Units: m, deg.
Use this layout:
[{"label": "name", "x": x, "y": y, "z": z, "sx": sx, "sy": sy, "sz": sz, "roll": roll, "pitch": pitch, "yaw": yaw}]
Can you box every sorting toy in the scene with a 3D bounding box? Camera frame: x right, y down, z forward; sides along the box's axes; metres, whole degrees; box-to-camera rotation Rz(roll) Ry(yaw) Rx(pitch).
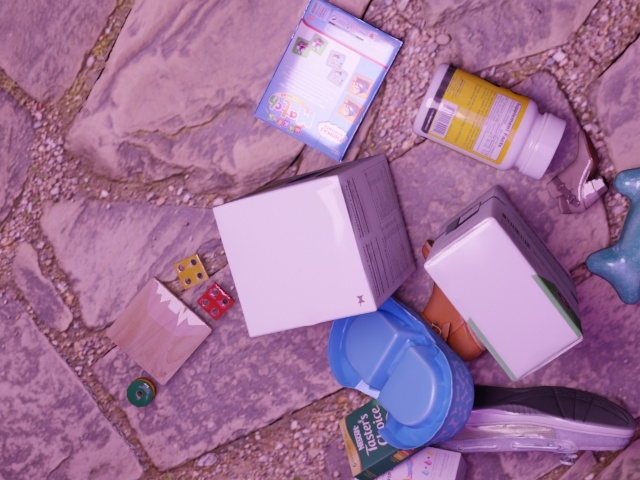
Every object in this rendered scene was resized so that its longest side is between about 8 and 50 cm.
[{"label": "sorting toy", "x": -0.259, "y": 0.141, "z": 1.798, "sx": 0.132, "sy": 0.046, "sz": 0.274, "roll": 41, "pitch": 104, "yaw": 1}]

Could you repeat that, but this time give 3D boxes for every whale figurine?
[{"label": "whale figurine", "x": 0.520, "y": -0.022, "z": 1.595, "sx": 0.216, "sy": 0.141, "sz": 0.272, "roll": 44, "pitch": 105, "yaw": 0}]

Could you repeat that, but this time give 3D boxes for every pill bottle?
[{"label": "pill bottle", "x": 0.254, "y": -0.176, "z": 1.623, "sx": 0.208, "sy": 0.119, "sz": 0.119, "roll": 24, "pitch": 103, "yaw": 4}]

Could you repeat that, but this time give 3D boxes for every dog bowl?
[{"label": "dog bowl", "x": 0.124, "y": 0.196, "z": 1.647, "sx": 0.074, "sy": 0.297, "sz": 0.166, "roll": 17, "pitch": 110, "yaw": -39}]

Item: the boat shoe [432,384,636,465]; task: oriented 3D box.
[{"label": "boat shoe", "x": 0.330, "y": 0.297, "z": 1.699, "sx": 0.320, "sy": 0.118, "sz": 0.103, "roll": 1, "pitch": 108, "yaw": 14}]

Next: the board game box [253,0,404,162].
[{"label": "board game box", "x": 0.012, "y": -0.253, "z": 1.690, "sx": 0.160, "sy": 0.039, "sz": 0.212, "roll": 29, "pitch": 102, "yaw": 4}]

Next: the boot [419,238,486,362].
[{"label": "boot", "x": 0.184, "y": 0.111, "z": 1.712, "sx": 0.152, "sy": 0.073, "sz": 0.197, "roll": -39, "pitch": 81, "yaw": 24}]

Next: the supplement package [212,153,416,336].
[{"label": "supplement package", "x": 0.000, "y": 0.000, "z": 1.609, "sx": 0.199, "sy": 0.262, "sz": 0.198, "roll": -13, "pitch": 97, "yaw": 20}]

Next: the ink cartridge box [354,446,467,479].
[{"label": "ink cartridge box", "x": 0.133, "y": 0.380, "z": 1.725, "sx": 0.181, "sy": 0.061, "sz": 0.104, "roll": 7, "pitch": 64, "yaw": 24}]

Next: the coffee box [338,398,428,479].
[{"label": "coffee box", "x": 0.119, "y": 0.291, "z": 1.699, "sx": 0.184, "sy": 0.113, "sz": 0.040, "roll": -35, "pitch": 134, "yaw": 20}]

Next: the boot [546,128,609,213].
[{"label": "boot", "x": 0.388, "y": -0.101, "z": 1.654, "sx": 0.087, "sy": 0.042, "sz": 0.119, "roll": -27, "pitch": 68, "yaw": 31}]

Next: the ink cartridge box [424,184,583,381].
[{"label": "ink cartridge box", "x": 0.272, "y": 0.053, "z": 1.574, "sx": 0.121, "sy": 0.289, "sz": 0.211, "roll": -38, "pitch": 92, "yaw": 16}]
